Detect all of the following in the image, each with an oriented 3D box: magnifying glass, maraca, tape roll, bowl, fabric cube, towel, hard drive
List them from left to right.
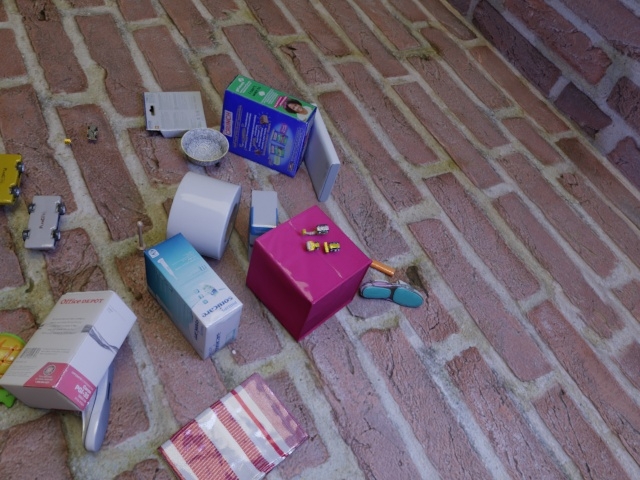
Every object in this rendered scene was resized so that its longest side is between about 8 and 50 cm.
[{"bbox_3d":[-0.801,0.328,1.370,0.127,0.099,0.186,-21,87,-27],"label":"maraca"},{"bbox_3d":[-0.424,-0.326,1.966,0.169,0.080,0.170,7,53,-10],"label":"bowl"},{"bbox_3d":[-0.362,-0.080,1.695,0.168,0.246,0.246,15,52,-3],"label":"tape roll"},{"bbox_3d":[-0.223,0.528,1.411,0.328,0.037,0.237,-33,67,-32],"label":"towel"},{"bbox_3d":[-0.041,0.098,1.641,0.259,0.254,0.258,-33,67,-33],"label":"fabric cube"},{"bbox_3d":[-0.010,-0.328,1.999,0.040,0.203,0.308,-5,56,-20],"label":"hard drive"},{"bbox_3d":[0.149,0.064,1.864,0.230,0.026,0.092,26,52,4],"label":"magnifying glass"}]

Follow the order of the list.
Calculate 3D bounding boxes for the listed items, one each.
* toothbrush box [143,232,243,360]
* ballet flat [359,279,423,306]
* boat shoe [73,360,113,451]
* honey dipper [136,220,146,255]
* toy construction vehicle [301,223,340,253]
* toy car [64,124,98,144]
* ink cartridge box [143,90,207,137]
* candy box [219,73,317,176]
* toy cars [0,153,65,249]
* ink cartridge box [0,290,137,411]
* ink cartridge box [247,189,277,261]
[{"bbox_3d":[-0.366,0.161,1.531,0.126,0.216,0.295,-31,66,-31],"label":"toothbrush box"},{"bbox_3d":[0.235,0.164,1.789,0.221,0.077,0.079,9,33,-8],"label":"ballet flat"},{"bbox_3d":[-0.587,0.414,1.372,0.084,0.095,0.258,-1,43,-10],"label":"boat shoe"},{"bbox_3d":[-0.549,-0.008,1.643,0.030,0.161,0.031,8,52,-10],"label":"honey dipper"},{"bbox_3d":[0.000,0.000,1.549,0.098,0.035,0.086,-7,67,-18],"label":"toy construction vehicle"},{"bbox_3d":[-0.851,-0.374,1.911,0.121,0.040,0.060,-13,79,-26],"label":"toy car"},{"bbox_3d":[-0.562,-0.488,2.071,0.223,0.045,0.224,-4,55,-17],"label":"ink cartridge box"},{"bbox_3d":[-0.200,-0.416,1.973,0.316,0.268,0.122,22,48,2],"label":"candy box"},{"bbox_3d":[-0.918,-0.110,1.674,0.393,0.087,0.176,43,60,13],"label":"toy cars"},{"bbox_3d":[-0.634,0.276,1.373,0.207,0.117,0.283,-5,43,26],"label":"ink cartridge box"},{"bbox_3d":[-0.189,-0.040,1.738,0.085,0.203,0.148,3,53,-11],"label":"ink cartridge box"}]
